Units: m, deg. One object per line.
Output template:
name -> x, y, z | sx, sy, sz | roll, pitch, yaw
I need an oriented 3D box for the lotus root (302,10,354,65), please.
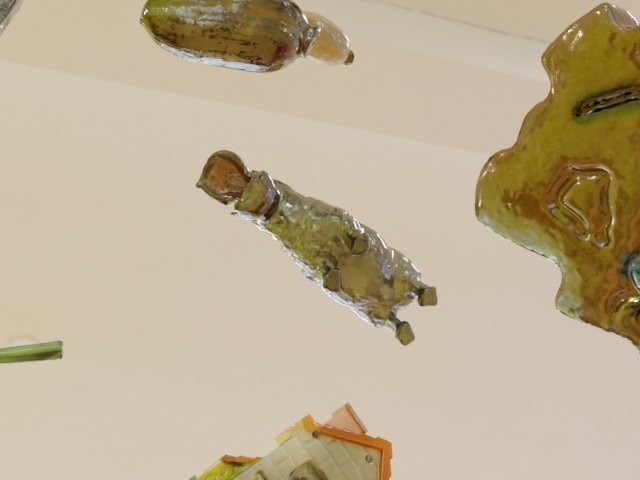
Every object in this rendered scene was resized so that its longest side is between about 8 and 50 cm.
lotus root -> -0.007, -0.305, 1.337 | 0.150, 0.073, 0.062 | 19, -33, -38

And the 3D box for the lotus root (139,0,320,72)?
lotus root -> -0.089, -0.215, 0.895 | 0.179, 0.089, 0.080 | 6, -16, -9

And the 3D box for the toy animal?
toy animal -> 0.000, 0.000, 1.149 | 0.343, 0.168, 0.106 | 36, -90, -15

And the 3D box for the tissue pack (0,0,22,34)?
tissue pack -> -0.488, -0.325, 1.184 | 0.156, 0.112, 0.051 | 23, -39, -12

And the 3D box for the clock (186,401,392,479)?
clock -> -0.018, 0.326, 1.066 | 0.255, 0.219, 0.106 | -27, -12, -38

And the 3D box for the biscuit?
biscuit -> 0.236, -0.015, 0.557 | 0.043, 0.301, 0.278 | -11, -24, -44

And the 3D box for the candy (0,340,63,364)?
candy -> -0.396, 0.123, 0.918 | 0.262, 0.077, 0.073 | -6, -85, -1
